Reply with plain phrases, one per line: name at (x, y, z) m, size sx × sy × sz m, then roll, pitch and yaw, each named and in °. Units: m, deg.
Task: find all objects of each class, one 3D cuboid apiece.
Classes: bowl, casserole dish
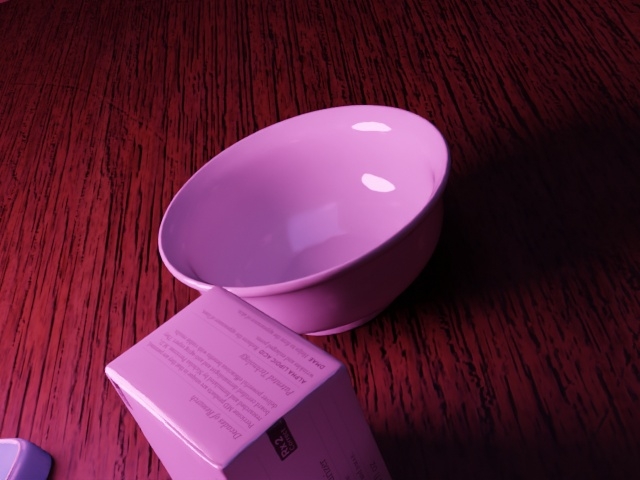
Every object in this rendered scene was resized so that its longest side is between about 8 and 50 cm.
bowl at (0.000, 0.000, 1.081) m, size 0.297 × 0.134 × 0.298 m, roll -15°, pitch 34°, yaw 10°
casserole dish at (-0.328, 0.251, 1.010) m, size 0.114 × 0.037 × 0.188 m, roll -7°, pitch 36°, yaw 21°

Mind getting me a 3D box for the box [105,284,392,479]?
box at (-0.048, 0.159, 0.845) m, size 0.119 × 0.181 × 0.182 m, roll -38°, pitch 37°, yaw -21°
